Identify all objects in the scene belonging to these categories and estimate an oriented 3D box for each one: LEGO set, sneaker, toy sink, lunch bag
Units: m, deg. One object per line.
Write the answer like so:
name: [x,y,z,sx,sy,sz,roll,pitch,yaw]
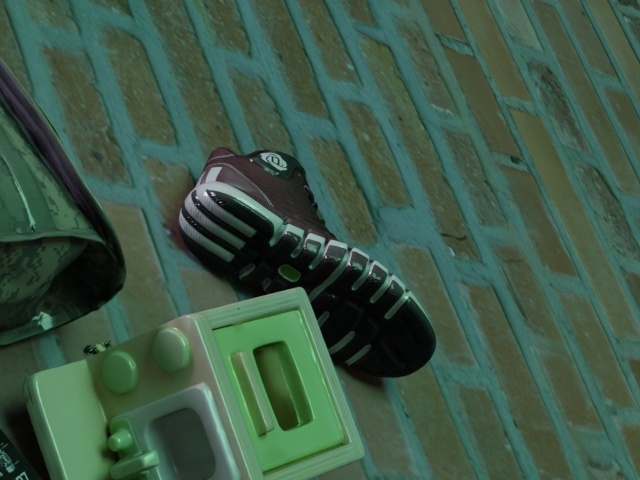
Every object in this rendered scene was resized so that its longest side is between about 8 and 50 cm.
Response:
LEGO set: [-0.159,0.114,1.629,0.083,0.023,0.054,50,31,0]
sneaker: [0.000,0.000,1.885,0.281,0.106,0.162,37,30,-19]
toy sink: [-0.091,0.138,1.556,0.234,0.131,0.153,-11,79,-56]
lunch bag: [-0.281,-0.047,1.514,0.235,0.169,0.287,55,23,14]

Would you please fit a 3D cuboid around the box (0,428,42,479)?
box: [-0.294,0.168,1.344,0.147,0.077,0.180,50,31,0]
